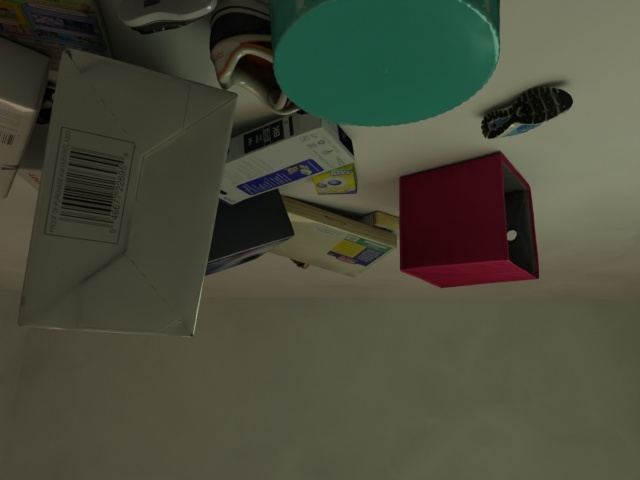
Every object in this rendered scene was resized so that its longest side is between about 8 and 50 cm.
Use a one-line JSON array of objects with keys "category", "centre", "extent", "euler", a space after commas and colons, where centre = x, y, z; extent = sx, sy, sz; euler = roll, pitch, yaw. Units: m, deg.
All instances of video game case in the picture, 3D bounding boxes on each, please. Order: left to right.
[{"category": "video game case", "centre": [-0.425, -0.316, 0.701], "extent": [0.212, 0.023, 0.193], "euler": [6, 164, -11]}]

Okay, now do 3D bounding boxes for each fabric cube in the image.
[{"category": "fabric cube", "centre": [0.370, -0.030, 1.188], "extent": [0.258, 0.254, 0.259], "euler": [-11, 160, 36]}]

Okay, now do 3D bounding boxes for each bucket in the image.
[{"category": "bucket", "centre": [0.069, -0.266, 0.533], "extent": [0.281, 0.183, 0.281], "euler": [0, 164, 0]}]

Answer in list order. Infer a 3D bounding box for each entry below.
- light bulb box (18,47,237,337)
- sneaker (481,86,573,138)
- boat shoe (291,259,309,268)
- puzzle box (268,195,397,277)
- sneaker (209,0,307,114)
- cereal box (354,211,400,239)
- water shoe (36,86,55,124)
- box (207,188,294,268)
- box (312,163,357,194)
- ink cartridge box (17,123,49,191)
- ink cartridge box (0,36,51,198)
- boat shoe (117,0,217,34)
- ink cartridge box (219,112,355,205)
[{"category": "light bulb box", "centre": [-0.310, -0.069, 0.778], "extent": [0.225, 0.358, 0.361], "euler": [10, -177, -24]}, {"category": "sneaker", "centre": [0.380, -0.233, 0.873], "extent": [0.073, 0.063, 0.162], "euler": [-8, 178, -39]}, {"category": "boat shoe", "centre": [-0.058, 0.041, 1.705], "extent": [0.341, 0.123, 0.123], "euler": [2, 164, -4]}, {"category": "puzzle box", "centre": [0.000, 0.000, 1.509], "extent": [0.408, 0.052, 0.272], "euler": [18, 148, -21]}, {"category": "sneaker", "centre": [-0.005, -0.249, 0.713], "extent": [0.321, 0.128, 0.126], "euler": [5, 162, -17]}, {"category": "cereal box", "centre": [0.170, -0.029, 1.580], "extent": [0.173, 0.047, 0.240], "euler": [14, 159, -35]}, {"category": "water shoe", "centre": [-0.556, -0.235, 0.904], "extent": [0.080, 0.073, 0.203], "euler": [11, 162, -37]}, {"category": "box", "centre": [-0.275, -0.017, 1.258], "extent": [0.296, 0.183, 0.294], "euler": [-19, 175, -31]}, {"category": "box", "centre": [0.033, -0.161, 1.152], "extent": [0.105, 0.043, 0.179], "euler": [-1, 162, 9]}, {"category": "ink cartridge box", "centre": [-0.500, -0.162, 1.072], "extent": [0.272, 0.114, 0.197], "euler": [4, 164, -8]}, {"category": "ink cartridge box", "centre": [-0.579, -0.202, 0.752], "extent": [0.207, 0.117, 0.283], "euler": [17, 145, -36]}, {"category": "boat shoe", "centre": [-0.186, -0.288, 0.596], "extent": [0.142, 0.049, 0.040], "euler": [2, 171, 21]}, {"category": "ink cartridge box", "centre": [-0.110, -0.172, 1.013], "extent": [0.332, 0.065, 0.165], "euler": [-17, 158, 22]}]
